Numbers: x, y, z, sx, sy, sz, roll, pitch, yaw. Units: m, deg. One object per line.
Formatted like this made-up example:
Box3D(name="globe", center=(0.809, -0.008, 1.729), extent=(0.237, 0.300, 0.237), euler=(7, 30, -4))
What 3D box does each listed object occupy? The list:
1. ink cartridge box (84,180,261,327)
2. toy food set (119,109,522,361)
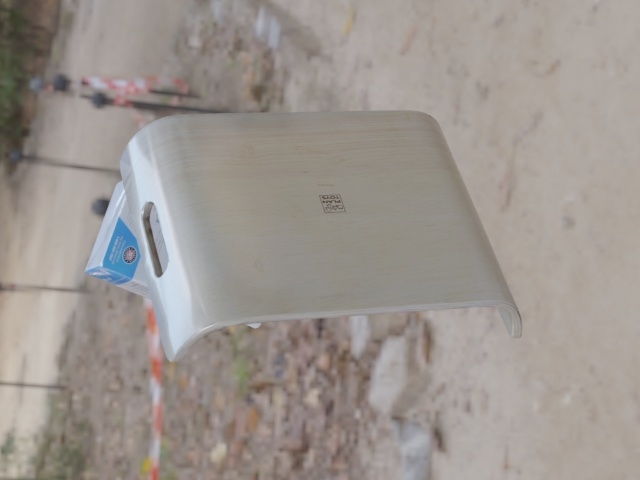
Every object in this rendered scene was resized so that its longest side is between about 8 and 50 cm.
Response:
Box3D(name="ink cartridge box", center=(-0.138, 0.017, 1.459), extent=(0.060, 0.180, 0.104), euler=(-19, 50, 62))
Box3D(name="toy food set", center=(0.000, 0.000, 1.196), extent=(0.092, 0.306, 0.220), euler=(108, 151, -47))
